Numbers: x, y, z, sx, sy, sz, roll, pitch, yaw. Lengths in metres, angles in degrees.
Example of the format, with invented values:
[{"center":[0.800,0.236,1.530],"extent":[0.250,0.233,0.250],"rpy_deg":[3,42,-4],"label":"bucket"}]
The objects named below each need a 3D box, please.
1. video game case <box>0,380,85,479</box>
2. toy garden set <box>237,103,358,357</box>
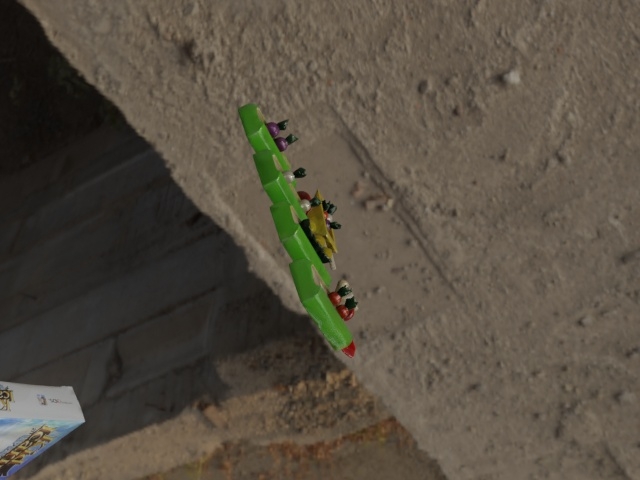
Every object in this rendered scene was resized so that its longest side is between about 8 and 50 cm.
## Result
[{"center":[-0.474,0.269,1.022],"extent":[0.269,0.061,0.244],"rpy_deg":[-36,157,11],"label":"video game case"},{"center":[0.000,0.000,0.848],"extent":[0.049,0.244,0.204],"rpy_deg":[-23,145,5],"label":"toy garden set"}]
